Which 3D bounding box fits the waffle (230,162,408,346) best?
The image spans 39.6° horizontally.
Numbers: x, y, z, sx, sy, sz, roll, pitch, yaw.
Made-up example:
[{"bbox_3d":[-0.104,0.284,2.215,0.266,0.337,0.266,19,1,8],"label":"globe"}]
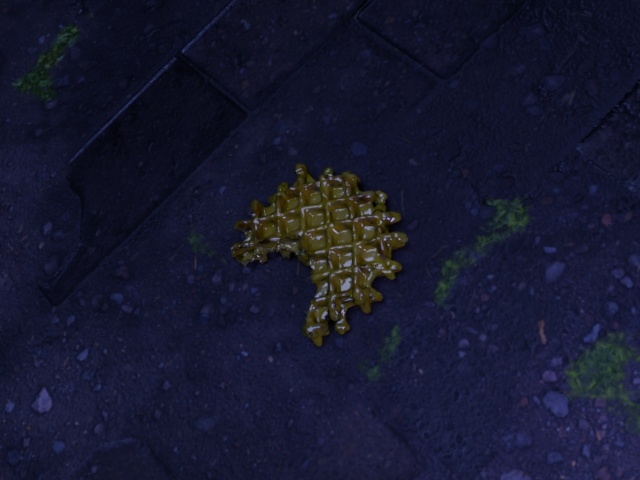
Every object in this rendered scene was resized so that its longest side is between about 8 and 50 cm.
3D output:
[{"bbox_3d":[0.000,0.000,1.449,0.260,0.069,0.293,-47,61,-4],"label":"waffle"}]
